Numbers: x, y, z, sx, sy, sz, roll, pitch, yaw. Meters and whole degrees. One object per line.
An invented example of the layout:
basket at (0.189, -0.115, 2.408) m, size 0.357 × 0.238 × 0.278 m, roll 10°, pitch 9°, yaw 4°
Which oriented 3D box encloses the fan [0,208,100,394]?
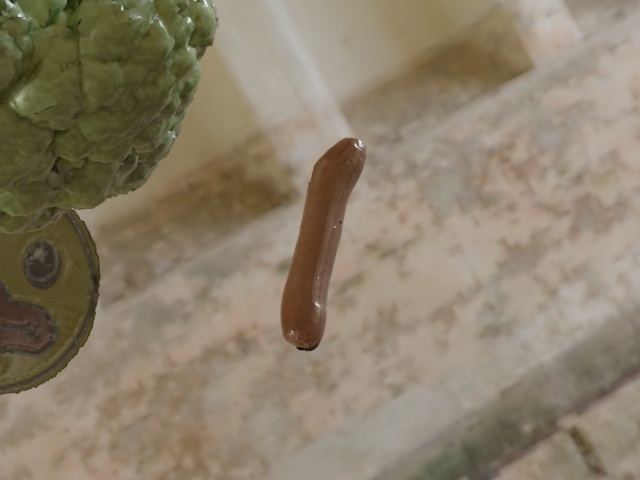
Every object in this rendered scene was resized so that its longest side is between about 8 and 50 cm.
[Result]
fan at (-0.297, 0.065, 1.423) m, size 0.229 × 0.335 × 0.011 m, roll 13°, pitch 19°, yaw 8°

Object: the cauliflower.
cauliflower at (-0.186, -0.120, 0.759) m, size 0.272 × 0.250 × 0.275 m, roll -5°, pitch -2°, yaw -23°

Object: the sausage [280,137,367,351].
sausage at (0.000, 0.000, 1.388) m, size 0.043 × 0.043 × 0.186 m, roll -25°, pitch 45°, yaw 54°
